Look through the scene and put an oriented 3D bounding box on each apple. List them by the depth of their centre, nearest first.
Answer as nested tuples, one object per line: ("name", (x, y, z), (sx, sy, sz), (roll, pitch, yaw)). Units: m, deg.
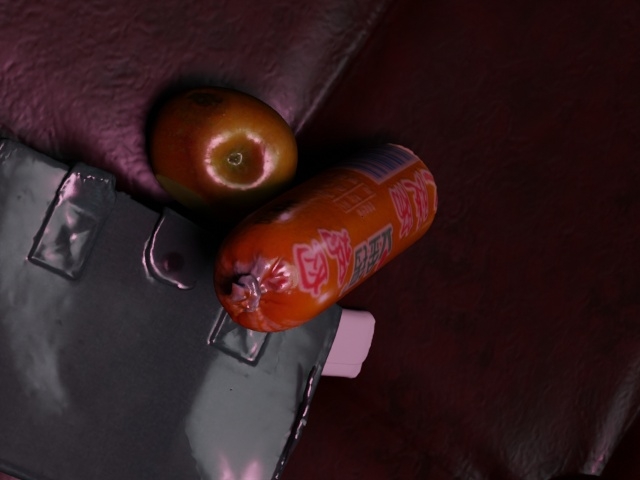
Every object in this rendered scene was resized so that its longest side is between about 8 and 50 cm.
("apple", (-0.073, -0.069, 1.361), (0.099, 0.102, 0.114), (-50, 118, -13))

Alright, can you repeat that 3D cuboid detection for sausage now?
("sausage", (0.000, 0.000, 1.330), (0.312, 0.093, 0.093), (-34, 125, -65))

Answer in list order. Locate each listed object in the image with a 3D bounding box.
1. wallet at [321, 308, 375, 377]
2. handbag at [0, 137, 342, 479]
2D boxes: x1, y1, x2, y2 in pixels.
("wallet", (-0.013, 0.083, 1.485), (0.122, 0.025, 0.061), (8, 103, -34))
("handbag", (-0.157, 0.083, 1.339), (0.326, 0.089, 0.238), (27, 82, -28))
